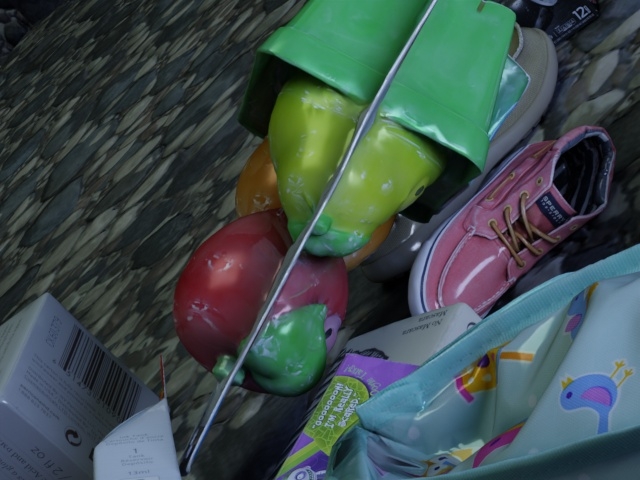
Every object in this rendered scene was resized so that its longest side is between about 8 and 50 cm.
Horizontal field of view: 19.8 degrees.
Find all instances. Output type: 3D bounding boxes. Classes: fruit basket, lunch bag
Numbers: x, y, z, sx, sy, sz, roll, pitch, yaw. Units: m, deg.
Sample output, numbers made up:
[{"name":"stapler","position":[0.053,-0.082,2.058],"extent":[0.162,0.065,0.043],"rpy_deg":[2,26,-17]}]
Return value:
[{"name":"fruit basket","position":[0.000,0.000,1.186],"extent":[0.327,0.165,0.353],"rpy_deg":[126,166,-79]},{"name":"lunch bag","position":[0.150,0.114,0.651],"extent":[0.262,0.223,0.160],"rpy_deg":[-29,18,43]}]

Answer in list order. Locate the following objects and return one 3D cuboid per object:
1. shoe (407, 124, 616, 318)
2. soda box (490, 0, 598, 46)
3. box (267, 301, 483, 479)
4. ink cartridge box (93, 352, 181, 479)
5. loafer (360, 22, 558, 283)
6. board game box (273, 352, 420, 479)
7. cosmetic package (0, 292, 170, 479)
[{"name":"shoe","position":[0.129,-0.009,1.216],"extent":[0.178,0.063,0.081],"rpy_deg":[-50,13,-32]},{"name":"soda box","position":[0.151,-0.170,1.539],"extent":[0.169,0.053,0.060],"rpy_deg":[-36,20,23]},{"name":"box","position":[0.022,0.168,1.006],"extent":[0.113,0.094,0.275],"rpy_deg":[-23,27,45]},{"name":"ink cartridge box","position":[-0.109,0.196,1.099],"extent":[0.066,0.189,0.232],"rpy_deg":[-5,18,-11]},{"name":"loafer","position":[0.095,-0.087,1.415],"extent":[0.102,0.092,0.268],"rpy_deg":[-19,30,52]},{"name":"board game box","position":[0.036,0.201,0.829],"extent":[0.208,0.056,0.347],"rpy_deg":[11,48,25]},{"name":"cosmetic package","position":[-0.246,0.173,1.468],"extent":[0.184,0.151,0.151],"rpy_deg":[-36,20,24]}]
